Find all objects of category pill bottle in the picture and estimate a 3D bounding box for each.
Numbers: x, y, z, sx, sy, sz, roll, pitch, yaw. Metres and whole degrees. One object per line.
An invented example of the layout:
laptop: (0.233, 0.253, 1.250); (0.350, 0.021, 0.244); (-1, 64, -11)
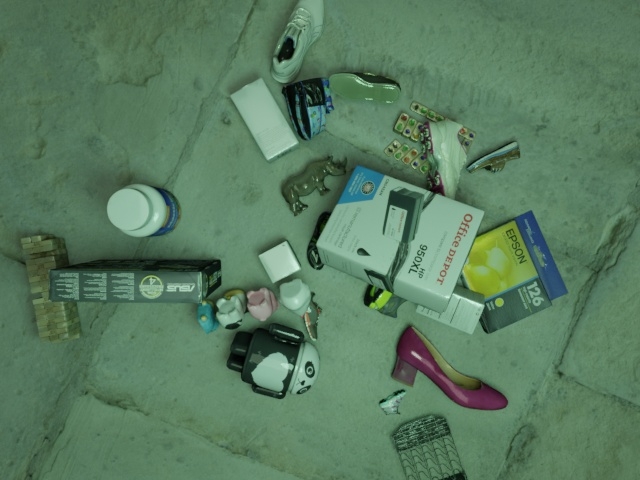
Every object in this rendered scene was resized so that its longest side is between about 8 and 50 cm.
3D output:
pill bottle: (-0.509, -0.085, 1.443); (0.152, 0.272, 0.152); (0, 92, -2)

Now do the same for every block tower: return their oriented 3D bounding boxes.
block tower: (-0.823, 0.150, 1.529); (0.091, 0.097, 0.336); (-10, 93, -1)

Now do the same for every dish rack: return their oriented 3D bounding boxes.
dish rack: (0.347, 0.700, 1.598); (0.208, 0.074, 0.272); (-19, 91, -3)

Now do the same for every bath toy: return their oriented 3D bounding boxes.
bath toy: (-0.190, 0.202, 1.510); (0.348, 0.151, 0.129); (-12, 131, 10)

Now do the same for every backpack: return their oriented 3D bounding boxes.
backpack: (-0.031, -0.397, 1.514); (0.116, 0.158, 0.173); (-18, 106, -19)

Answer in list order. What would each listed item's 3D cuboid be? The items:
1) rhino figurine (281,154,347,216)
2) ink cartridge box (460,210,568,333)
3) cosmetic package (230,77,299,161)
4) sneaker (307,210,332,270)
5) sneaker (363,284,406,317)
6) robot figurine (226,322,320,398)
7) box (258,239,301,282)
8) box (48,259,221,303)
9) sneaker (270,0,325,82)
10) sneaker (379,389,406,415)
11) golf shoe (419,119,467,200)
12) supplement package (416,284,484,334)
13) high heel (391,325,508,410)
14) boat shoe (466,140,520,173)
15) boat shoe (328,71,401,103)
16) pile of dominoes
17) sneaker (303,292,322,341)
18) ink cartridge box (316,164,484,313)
rhino figurine: (-0.014, -0.187, 1.558); (0.243, 0.073, 0.106); (-37, 95, -2)
ink cartridge box: (0.608, 0.100, 1.590); (0.307, 0.072, 0.304); (-25, 91, 1)
cosmetic package: (-0.170, -0.368, 1.542); (0.117, 0.085, 0.231); (-29, 91, -1)
sneaker: (0.000, 0.000, 1.560); (0.067, 0.078, 0.188); (14, 92, -2)
sneaker: (0.264, 0.111, 1.572); (0.121, 0.111, 0.300); (39, 88, -23)
robot figurine: (-0.139, 0.368, 1.517); (0.278, 0.209, 0.174); (16, 60, -2)
box: (-0.124, 0.065, 1.553); (0.102, 0.087, 0.101); (-27, 93, -1)
box: (-0.504, 0.108, 1.427); (0.394, 0.318, 0.097); (1, 91, -3)
sneaker: (-0.063, -0.630, 1.515); (0.111, 0.129, 0.297); (21, 90, -1)
sneaker: (0.246, 0.530, 1.607); (0.098, 0.038, 0.069); (-30, 94, 9)
golf shoe: (0.399, -0.223, 1.539); (0.140, 0.115, 0.306); (-13, 101, -8)
supplement package: (0.401, 0.195, 1.536); (0.179, 0.105, 0.105); (22, 107, 14)
high heel: (0.420, 0.403, 1.556); (0.377, 0.127, 0.181); (16, 102, 1)
boat shoe: (0.554, -0.249, 1.578); (0.183, 0.066, 0.066); (-27, 94, -1)
boat shoe: (0.139, -0.483, 1.559); (0.227, 0.069, 0.081); (13, 131, 2)
pile of dominoes: (0.350, -0.312, 1.582); (0.251, 0.040, 0.196); (26, 90, -2)
sneaker: (-0.021, 0.240, 1.577); (0.064, 0.061, 0.158); (-13, 93, -8)
ink cartridge box: (0.229, -0.006, 1.437); (0.394, 0.166, 0.285); (22, 73, 15)
